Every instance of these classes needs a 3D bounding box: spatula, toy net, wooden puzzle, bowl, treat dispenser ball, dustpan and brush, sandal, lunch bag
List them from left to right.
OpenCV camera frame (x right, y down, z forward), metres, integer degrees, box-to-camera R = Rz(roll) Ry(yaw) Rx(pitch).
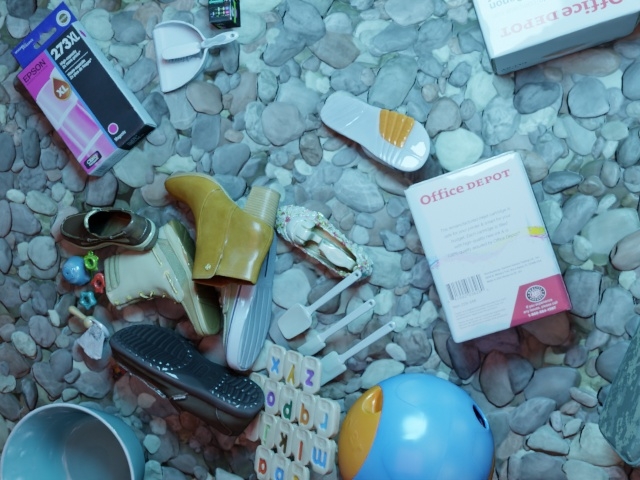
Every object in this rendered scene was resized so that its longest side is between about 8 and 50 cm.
[{"bbox_3d":[-0.498,0.486,1.809,0.312,0.163,0.311,0,90,15],"label":"bowl"},{"bbox_3d":[-0.494,0.141,1.860,0.122,0.045,0.232,-15,91,23],"label":"toy net"},{"bbox_3d":[-0.434,0.266,1.869,0.083,0.006,0.049,-35,82,13],"label":"wooden puzzle"},{"bbox_3d":[-0.261,-0.403,1.787,0.211,0.060,0.147,-9,88,15],"label":"dustpan and brush"},{"bbox_3d":[0.029,0.171,1.701,0.242,0.019,0.168,-40,77,34],"label":"spatula"},{"bbox_3d":[0.117,-0.211,1.690,0.265,0.076,0.102,34,84,33],"label":"sandal"},{"bbox_3d":[0.175,0.389,1.565,0.288,0.288,0.288,0,91,15],"label":"treat dispenser ball"},{"bbox_3d":[0.665,0.276,1.476,0.256,0.212,0.305,19,98,-3],"label":"lunch bag"}]

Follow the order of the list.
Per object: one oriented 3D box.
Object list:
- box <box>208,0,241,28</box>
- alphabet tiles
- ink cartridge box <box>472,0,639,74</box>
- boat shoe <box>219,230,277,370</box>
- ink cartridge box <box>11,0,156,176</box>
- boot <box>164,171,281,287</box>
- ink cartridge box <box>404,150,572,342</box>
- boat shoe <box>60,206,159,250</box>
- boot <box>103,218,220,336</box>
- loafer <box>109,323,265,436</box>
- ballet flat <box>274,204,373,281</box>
[{"bbox_3d":[-0.200,-0.488,1.769,0.052,0.062,0.083,-3,90,14],"label":"box"},{"bbox_3d":[-0.062,0.355,1.684,0.284,0.021,0.277,8,92,51],"label":"alphabet tiles"},{"bbox_3d":[0.398,-0.536,1.560,0.279,0.160,0.384,-16,87,14],"label":"ink cartridge box"},{"bbox_3d":[-0.159,0.113,1.757,0.094,0.109,0.302,6,82,27],"label":"boat shoe"},{"bbox_3d":[-0.532,-0.336,1.862,0.176,0.069,0.371,-39,79,12],"label":"ink cartridge box"},{"bbox_3d":[-0.228,-0.018,1.711,0.295,0.104,0.211,9,71,29],"label":"boot"},{"bbox_3d":[0.317,0.013,1.604,0.226,0.131,0.306,-18,85,15],"label":"ink cartridge box"},{"bbox_3d":[-0.463,-0.037,1.798,0.258,0.095,0.095,0,66,30],"label":"boat shoe"},{"bbox_3d":[-0.337,0.113,1.792,0.203,0.095,0.262,-27,77,12],"label":"boot"},{"bbox_3d":[-0.293,0.300,1.767,0.366,0.134,0.130,28,119,20],"label":"loafer"},{"bbox_3d":[0.000,0.000,1.716,0.241,0.077,0.091,31,99,13],"label":"ballet flat"}]
